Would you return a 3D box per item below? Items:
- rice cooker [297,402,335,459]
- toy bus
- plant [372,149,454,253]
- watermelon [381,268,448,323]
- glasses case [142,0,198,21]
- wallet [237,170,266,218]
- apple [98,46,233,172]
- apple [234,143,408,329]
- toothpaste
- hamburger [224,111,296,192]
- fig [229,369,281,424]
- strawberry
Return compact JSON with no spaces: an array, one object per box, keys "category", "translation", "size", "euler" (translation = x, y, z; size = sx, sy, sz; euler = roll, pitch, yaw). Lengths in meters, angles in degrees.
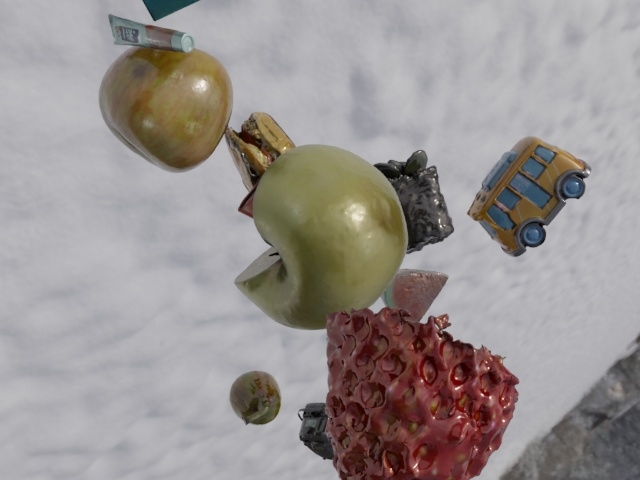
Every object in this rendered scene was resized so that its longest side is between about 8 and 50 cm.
[{"category":"rice cooker","translation":[0.019,0.543,1.844],"size":[0.142,0.118,0.203],"euler":[-15,129,37]},{"category":"toy bus","translation":[0.363,-0.085,1.160],"size":[0.209,0.136,0.126],"euler":[-54,-173,11]},{"category":"plant","translation":[0.253,-0.109,1.832],"size":[0.199,0.276,0.188],"euler":[-23,175,2]},{"category":"watermelon","translation":[0.234,0.150,1.724],"size":[0.202,0.207,0.136],"euler":[-18,-163,42]},{"category":"glasses case","translation":[-0.271,-0.472,1.067],"size":[0.117,0.070,0.301],"euler":[-25,175,-4]},{"category":"wallet","translation":[-0.078,-0.075,1.572],"size":[0.204,0.045,0.142],"euler":[30,118,-26]},{"category":"apple","translation":[-0.300,-0.276,1.296],"size":[0.264,0.264,0.264],"euler":[-28,151,-17]},{"category":"apple","translation":[0.016,0.009,1.040],"size":[0.258,0.233,0.295],"euler":[-26,150,-43]},{"category":"toothpaste","translation":[-0.311,-0.368,1.166],"size":[0.036,0.205,0.056],"euler":[-33,133,-46]},{"category":"hamburger","translation":[-0.143,-0.217,1.699],"size":[0.163,0.244,0.244],"euler":[-26,151,-6]},{"category":"fig","translation":[-0.164,0.412,1.701],"size":[0.148,0.142,0.186],"euler":[9,163,-27]},{"category":"strawberry","translation":[0.086,0.186,0.678],"size":[0.234,0.234,0.178],"euler":[71,40,-61]}]
